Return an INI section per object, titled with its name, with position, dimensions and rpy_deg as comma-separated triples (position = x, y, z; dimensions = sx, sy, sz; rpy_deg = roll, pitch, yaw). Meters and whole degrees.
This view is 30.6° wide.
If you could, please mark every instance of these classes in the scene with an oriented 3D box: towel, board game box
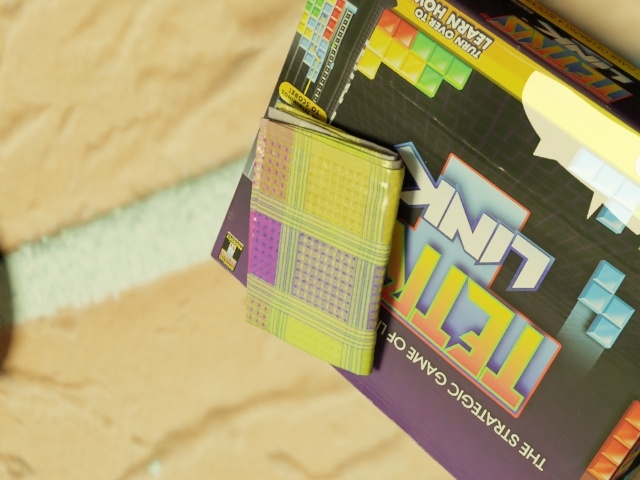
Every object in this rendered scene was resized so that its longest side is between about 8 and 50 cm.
[towel]
position = 0.000, 0.000, 0.395
dimensions = 0.060, 0.009, 0.083
rpy_deg = 23, 119, 33
[board game box]
position = 0.052, -0.003, 0.388
dimensions = 0.170, 0.048, 0.141
rpy_deg = 40, 124, 25
